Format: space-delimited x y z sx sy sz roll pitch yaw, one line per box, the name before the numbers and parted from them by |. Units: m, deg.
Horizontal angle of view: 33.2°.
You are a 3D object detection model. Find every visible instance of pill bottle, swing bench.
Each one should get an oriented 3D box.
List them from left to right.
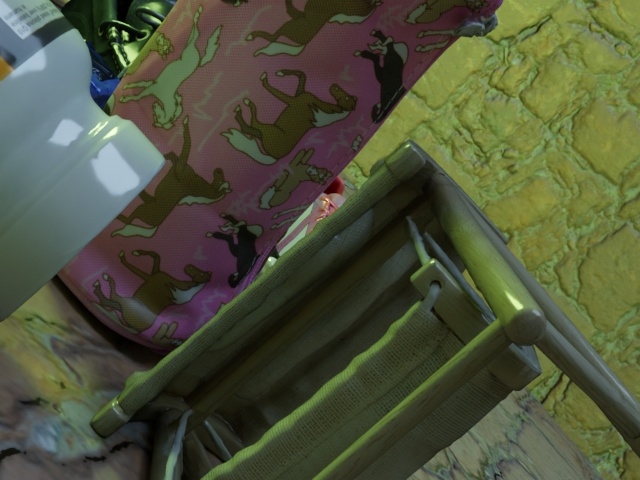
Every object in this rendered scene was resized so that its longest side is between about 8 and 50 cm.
pill bottle | -0.226 -0.098 0.573 0.278 0.162 0.162 46 9 -11
swing bench | 0.015 0.092 0.617 0.165 0.253 0.254 42 11 -34

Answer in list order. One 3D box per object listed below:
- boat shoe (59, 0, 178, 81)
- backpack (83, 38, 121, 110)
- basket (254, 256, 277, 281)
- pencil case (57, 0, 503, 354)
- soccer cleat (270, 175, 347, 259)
boat shoe | -0.155 -0.160 1.074 0.187 0.156 0.500 33 13 -35
backpack | -0.239 -0.139 0.887 0.120 0.098 0.101 50 13 3
basket | -0.014 0.114 0.854 0.167 0.103 0.113 54 11 27
pencil case | -0.041 -0.099 0.767 0.160 0.386 0.167 24 22 -50
soccer cleat | 0.000 0.000 1.351 0.108 0.116 0.318 45 10 -22
